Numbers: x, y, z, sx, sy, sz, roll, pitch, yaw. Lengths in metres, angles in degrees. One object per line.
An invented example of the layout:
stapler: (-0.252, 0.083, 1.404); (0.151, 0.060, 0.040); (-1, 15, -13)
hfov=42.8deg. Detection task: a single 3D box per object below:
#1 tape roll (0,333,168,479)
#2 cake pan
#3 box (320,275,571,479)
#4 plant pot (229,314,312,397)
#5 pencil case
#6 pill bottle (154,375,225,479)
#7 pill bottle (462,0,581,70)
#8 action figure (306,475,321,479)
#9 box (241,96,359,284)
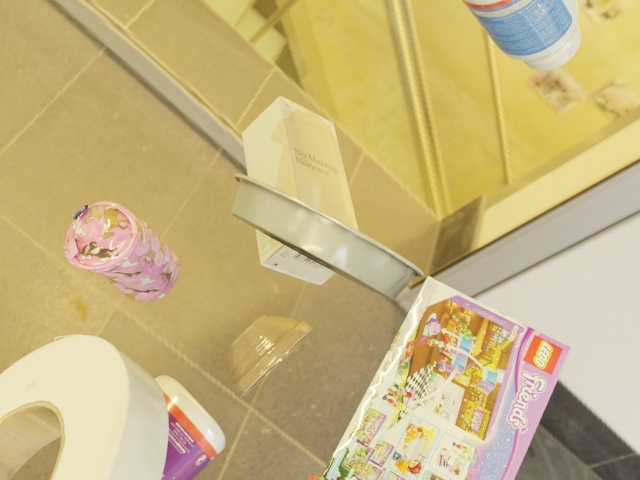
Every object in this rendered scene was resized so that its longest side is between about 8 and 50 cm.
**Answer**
tape roll: (-0.336, 0.282, 0.902); (0.072, 0.392, 0.392); (48, 39, -33)
cake pan: (0.000, 0.000, 1.118); (0.293, 0.293, 0.054); (30, 87, -27)
box: (0.155, 0.215, 1.001); (0.201, 0.057, 0.293); (27, 69, 12)
plant pot: (-0.139, 0.255, 1.948); (0.110, 0.237, 0.237); (47, 40, 7)
pencil case: (-0.441, 0.037, 1.858); (0.167, 0.386, 0.160); (24, 79, 12)
pill bottle: (-0.336, 0.405, 1.444); (0.323, 0.181, 0.181); (-43, 97, -18)
pill bottle: (0.274, -0.320, 1.103); (0.221, 0.124, 0.124); (31, 44, -50)
action figure: (-0.067, 0.475, 1.224); (0.139, 0.091, 0.280); (47, 52, -37)
box: (-0.038, -0.092, 1.470); (0.148, 0.121, 0.311); (20, 45, -38)
